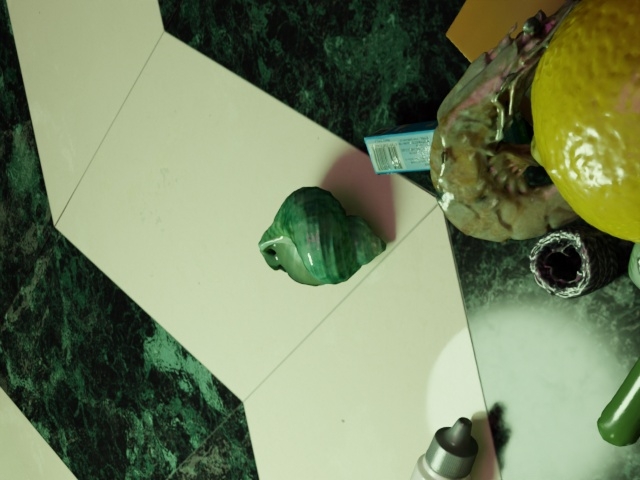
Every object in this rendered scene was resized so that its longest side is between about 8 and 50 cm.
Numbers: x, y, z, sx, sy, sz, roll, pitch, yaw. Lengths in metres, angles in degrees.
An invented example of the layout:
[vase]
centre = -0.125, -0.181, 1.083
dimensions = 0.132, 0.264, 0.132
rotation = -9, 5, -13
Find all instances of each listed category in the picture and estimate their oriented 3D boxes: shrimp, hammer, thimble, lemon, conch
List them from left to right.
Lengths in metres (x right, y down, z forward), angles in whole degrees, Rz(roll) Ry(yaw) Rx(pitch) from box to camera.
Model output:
[conch]
centre = 0.004, -0.001, 1.586
dimensions = 0.202, 0.134, 0.196
rotation = 29, 159, 33
[shrimp]
centre = 0.275, -0.145, 1.241
dimensions = 0.247, 0.085, 0.360
rotation = 20, 121, 0
[thimble]
centre = 0.335, 0.028, 1.287
dimensions = 0.104, 0.066, 0.095
rotation = -35, 72, 48
[hammer]
centre = 0.431, 0.136, 1.188
dimensions = 0.206, 0.119, 0.335
rotation = 45, 134, 31
[lemon]
centre = 0.390, -0.148, 1.014
dimensions = 0.336, 0.336, 0.336
rotation = 12, 107, 44

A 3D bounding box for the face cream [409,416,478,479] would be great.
[face cream]
centre = 0.176, 0.399, 1.516
dimensions = 0.092, 0.092, 0.311
rotation = 36, 122, 36

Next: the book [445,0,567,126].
[book]
centre = 0.334, -0.327, 1.235
dimensions = 0.262, 0.028, 0.374
rotation = 53, 132, 25

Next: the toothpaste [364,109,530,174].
[toothpaste]
centre = 0.178, -0.138, 1.408
dimensions = 0.267, 0.050, 0.065
rotation = -1, 114, 49
